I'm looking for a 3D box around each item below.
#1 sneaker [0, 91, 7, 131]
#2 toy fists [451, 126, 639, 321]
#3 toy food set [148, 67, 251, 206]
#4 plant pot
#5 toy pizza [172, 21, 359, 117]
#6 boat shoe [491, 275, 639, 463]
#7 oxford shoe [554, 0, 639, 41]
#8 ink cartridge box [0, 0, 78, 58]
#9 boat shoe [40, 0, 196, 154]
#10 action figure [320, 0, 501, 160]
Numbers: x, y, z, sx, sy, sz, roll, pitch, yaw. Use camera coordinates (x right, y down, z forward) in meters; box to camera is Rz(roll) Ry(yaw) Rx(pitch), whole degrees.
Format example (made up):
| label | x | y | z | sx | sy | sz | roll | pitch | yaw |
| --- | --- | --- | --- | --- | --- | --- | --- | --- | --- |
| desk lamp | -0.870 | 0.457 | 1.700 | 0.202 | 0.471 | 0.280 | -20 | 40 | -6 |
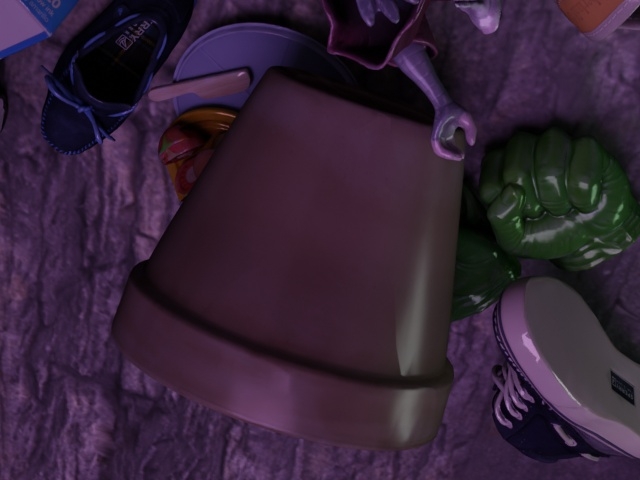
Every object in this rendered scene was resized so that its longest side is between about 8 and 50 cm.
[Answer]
| label | x | y | z | sx | sy | sz | roll | pitch | yaw |
| --- | --- | --- | --- | --- | --- | --- | --- | --- | --- |
| sneaker | -0.403 | -0.116 | 1.515 | 0.169 | 0.257 | 0.447 | 24 | 150 | -10 |
| toy fists | 0.175 | -0.015 | 1.549 | 0.279 | 0.096 | 0.142 | -25 | 117 | 35 |
| toy food set | -0.106 | -0.059 | 1.571 | 0.128 | 0.071 | 0.218 | -2 | 129 | 20 |
| plant pot | 0.000 | 0.000 | 1.437 | 0.323 | 0.323 | 0.280 | 19 | 100 | 2 |
| toy pizza | -0.049 | -0.136 | 1.558 | 0.201 | 0.032 | 0.201 | 9 | 132 | 10 |
| boat shoe | 0.225 | 0.150 | 1.608 | 0.158 | 0.127 | 0.340 | -14 | 144 | 31 |
| oxford shoe | 0.340 | -0.231 | 1.142 | 0.130 | 0.449 | 0.169 | 70 | 156 | 11 |
| ink cartridge box | -0.264 | -0.290 | 1.333 | 0.171 | 0.232 | 0.168 | -12 | 129 | 50 |
| boat shoe | -0.219 | -0.168 | 1.546 | 0.109 | 0.089 | 0.258 | 30 | 132 | -8 |
| action figure | 0.067 | -0.236 | 1.256 | 0.276 | 0.370 | 0.248 | 39 | 102 | 11 |
